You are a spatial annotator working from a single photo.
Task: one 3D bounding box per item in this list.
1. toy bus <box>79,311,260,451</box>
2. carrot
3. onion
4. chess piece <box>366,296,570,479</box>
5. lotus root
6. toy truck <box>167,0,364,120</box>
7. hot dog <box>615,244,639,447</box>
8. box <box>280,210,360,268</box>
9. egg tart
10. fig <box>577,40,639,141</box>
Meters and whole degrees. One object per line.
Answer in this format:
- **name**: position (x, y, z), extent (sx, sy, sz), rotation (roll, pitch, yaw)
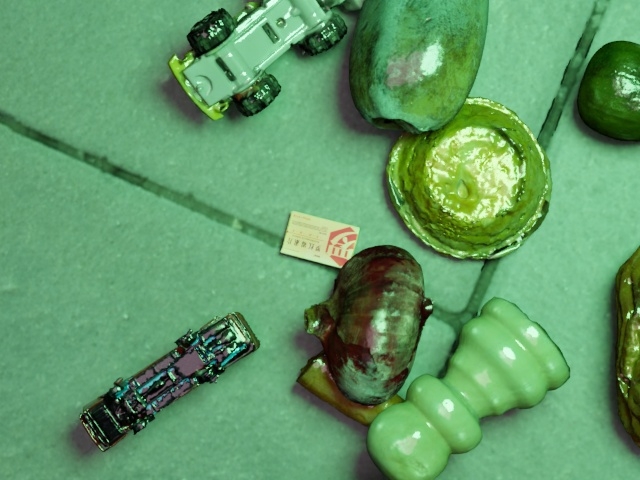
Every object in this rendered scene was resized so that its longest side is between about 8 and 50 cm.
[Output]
- **toy bus**: position (-0.186, 0.174, 1.193), extent (0.235, 0.096, 0.073), rotation (-33, 84, 2)
- **carrot**: position (0.071, 0.205, 1.184), extent (0.205, 0.072, 0.072), rotation (34, 90, 0)
- **onion**: position (0.065, 0.091, 1.136), extent (0.151, 0.098, 0.206), rotation (11, 68, -17)
- **chess piece**: position (0.162, 0.190, 1.114), extent (0.243, 0.133, 0.133), rotation (-40, 83, -10)
- **lotus root**: position (0.127, -0.284, 1.157), extent (0.158, 0.140, 0.322), rotation (2, 72, 39)
- **toy truck**: position (-0.061, -0.275, 1.204), extent (0.286, 0.111, 0.136), rotation (-40, 114, -7)
- **hot dog**: position (0.431, 0.123, 1.120), extent (0.175, 0.114, 0.259), rotation (-4, 86, 5)
- **box**: position (0.000, 0.000, 1.226), extent (0.093, 0.015, 0.058), rotation (14, 89, 7)
- **egg tart**: position (0.186, -0.078, 1.178), extent (0.212, 0.090, 0.212), rotation (0, 90, 6)
- **fig**: position (0.402, -0.168, 1.145), extent (0.177, 0.117, 0.117), rotation (19, 88, 11)
